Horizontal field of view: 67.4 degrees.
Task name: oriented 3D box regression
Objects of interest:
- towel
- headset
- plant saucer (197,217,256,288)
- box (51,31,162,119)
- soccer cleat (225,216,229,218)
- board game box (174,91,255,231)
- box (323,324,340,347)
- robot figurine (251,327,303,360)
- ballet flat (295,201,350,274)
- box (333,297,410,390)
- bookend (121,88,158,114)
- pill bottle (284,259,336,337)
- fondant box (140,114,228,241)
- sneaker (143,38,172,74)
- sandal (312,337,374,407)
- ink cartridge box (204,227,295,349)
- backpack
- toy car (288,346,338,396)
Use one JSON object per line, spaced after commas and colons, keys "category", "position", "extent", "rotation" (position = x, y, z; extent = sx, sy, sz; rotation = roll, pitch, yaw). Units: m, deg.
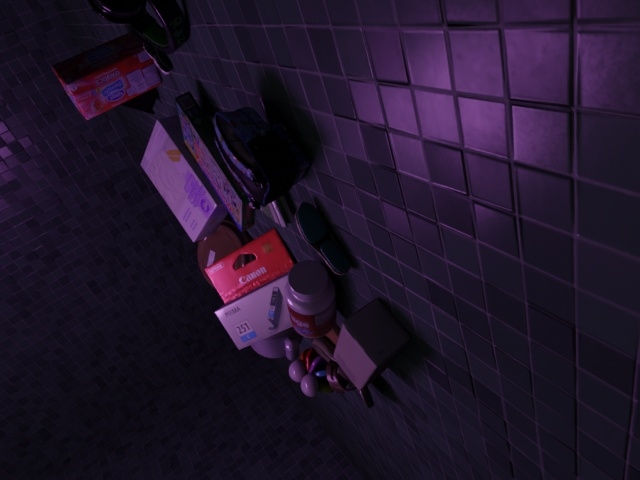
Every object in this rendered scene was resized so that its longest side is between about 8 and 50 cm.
{"category": "towel", "position": [-0.181, -0.179, 1.162], "extent": [0.325, 0.038, 0.248], "rotation": [34, 150, 54]}
{"category": "headset", "position": [-0.415, -0.577, 0.993], "extent": [0.394, 0.185, 0.243], "rotation": [43, 167, -6]}
{"category": "plant saucer", "position": [-0.345, 0.059, 1.712], "extent": [0.278, 0.041, 0.278], "rotation": [6, 101, 34]}
{"category": "box", "position": [-0.620, -0.486, 1.409], "extent": [0.122, 0.257, 0.128], "rotation": [44, 159, 29]}
{"category": "soccer cleat", "position": [-0.369, -0.013, 1.798], "extent": [0.318, 0.116, 0.108], "rotation": [51, 163, 16]}
{"category": "board game box", "position": [-0.266, -0.193, 1.236], "extent": [0.317, 0.046, 0.213], "rotation": [56, 161, 11]}
{"category": "box", "position": [0.048, 0.296, 1.401], "extent": [0.201, 0.021, 0.164], "rotation": [52, 162, 13]}
{"category": "robot figurine", "position": [-0.158, 0.261, 1.583], "extent": [0.300, 0.199, 0.353], "rotation": [47, 160, 27]}
{"category": "ballet flat", "position": [0.000, 0.000, 0.968], "extent": [0.168, 0.057, 0.052], "rotation": [58, 172, -3]}
{"category": "box", "position": [0.101, 0.233, 1.037], "extent": [0.113, 0.094, 0.275], "rotation": [50, 161, 18]}
{"category": "bookend", "position": [-0.607, -0.520, 1.587], "extent": [0.072, 0.156, 0.157], "rotation": [45, 115, 33]}
{"category": "pill bottle", "position": [-0.023, 0.141, 1.157], "extent": [0.121, 0.121, 0.216], "rotation": [46, 160, 29]}
{"category": "fondant box", "position": [-0.422, -0.195, 1.526], "extent": [0.330, 0.096, 0.238], "rotation": [53, 138, 7]}
{"category": "sneaker", "position": [-0.439, -0.491, 1.284], "extent": [0.109, 0.040, 0.044], "rotation": [59, 164, -7]}
{"category": "sandal", "position": [0.052, 0.383, 1.360], "extent": [0.303, 0.086, 0.120], "rotation": [30, 148, 55]}
{"category": "ink cartridge box", "position": [-0.183, 0.145, 1.363], "extent": [0.296, 0.066, 0.261], "rotation": [-28, 95, 28]}
{"category": "backpack", "position": [-0.118, -0.166, 0.883], "extent": [0.173, 0.117, 0.158], "rotation": [54, 162, 6]}
{"category": "toy car", "position": [-0.005, 0.432, 1.621], "extent": [0.182, 0.159, 0.136], "rotation": [35, 116, 49]}
